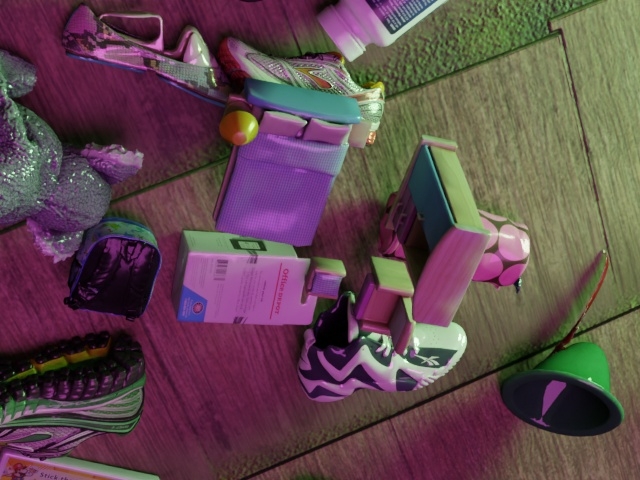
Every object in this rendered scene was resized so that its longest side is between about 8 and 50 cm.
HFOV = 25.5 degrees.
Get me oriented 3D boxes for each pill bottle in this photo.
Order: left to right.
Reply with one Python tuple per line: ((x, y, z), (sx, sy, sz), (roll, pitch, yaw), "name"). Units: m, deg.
((0.081, -0.289, 1.672), (0.169, 0.094, 0.094), (-37, 121, 6), "pill bottle")

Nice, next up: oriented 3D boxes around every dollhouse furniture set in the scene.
((0.000, 0.000, 1.661), (0.303, 0.198, 0.286), (11, 123, -15), "dollhouse furniture set")

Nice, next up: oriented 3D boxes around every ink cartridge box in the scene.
((-0.095, 0.050, 1.829), (0.180, 0.060, 0.104), (4, 117, -18), "ink cartridge box")

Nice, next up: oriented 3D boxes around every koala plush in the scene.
((-0.331, -0.073, 1.632), (0.221, 0.203, 0.196), (28, 108, -40), "koala plush")

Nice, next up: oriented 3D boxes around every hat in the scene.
((0.375, 0.160, 2.049), (0.173, 0.184, 0.208), (35, 146, -22), "hat")

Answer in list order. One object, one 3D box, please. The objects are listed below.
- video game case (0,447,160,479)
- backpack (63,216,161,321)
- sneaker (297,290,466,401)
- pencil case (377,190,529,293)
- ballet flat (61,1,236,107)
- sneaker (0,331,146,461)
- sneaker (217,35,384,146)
((-0.363, 0.390, 1.962), (0.227, 0.026, 0.206), (17, 112, -23), "video game case")
((-0.255, 0.028, 1.756), (0.105, 0.084, 0.114), (13, 119, -23), "backpack")
((0.081, 0.127, 1.886), (0.234, 0.094, 0.153), (-8, 142, -1), "sneaker")
((0.173, 0.003, 1.867), (0.209, 0.095, 0.098), (16, 131, -21), "pencil case")
((-0.188, -0.221, 1.649), (0.221, 0.077, 0.079), (17, 104, -20), "ballet flat")
((-0.387, 0.231, 1.803), (0.343, 0.134, 0.146), (-10, 121, -11), "sneaker")
((-0.023, -0.195, 1.714), (0.225, 0.088, 0.093), (23, 87, -25), "sneaker")
